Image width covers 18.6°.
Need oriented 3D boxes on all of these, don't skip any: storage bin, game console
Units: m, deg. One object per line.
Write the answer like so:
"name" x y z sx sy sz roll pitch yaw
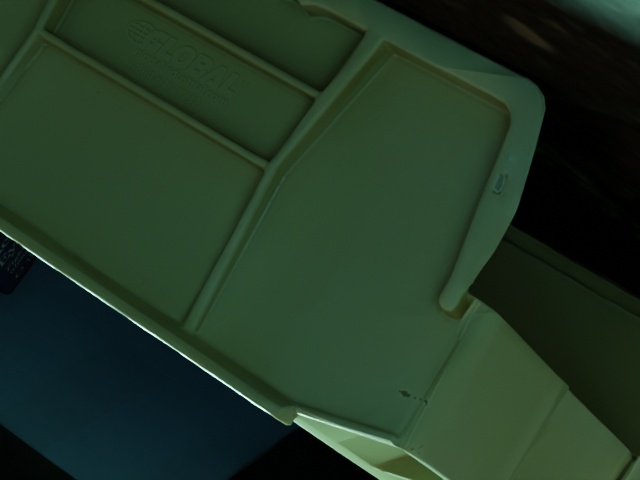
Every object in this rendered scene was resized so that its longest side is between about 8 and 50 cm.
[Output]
"storage bin" 0.000 0.000 0.707 0.260 0.123 0.262 31 174 30
"game console" -0.067 0.051 0.998 0.386 0.060 0.342 32 -149 21

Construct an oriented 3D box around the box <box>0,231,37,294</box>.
"box" -0.163 -0.077 0.870 0.108 0.153 0.207 33 176 10
